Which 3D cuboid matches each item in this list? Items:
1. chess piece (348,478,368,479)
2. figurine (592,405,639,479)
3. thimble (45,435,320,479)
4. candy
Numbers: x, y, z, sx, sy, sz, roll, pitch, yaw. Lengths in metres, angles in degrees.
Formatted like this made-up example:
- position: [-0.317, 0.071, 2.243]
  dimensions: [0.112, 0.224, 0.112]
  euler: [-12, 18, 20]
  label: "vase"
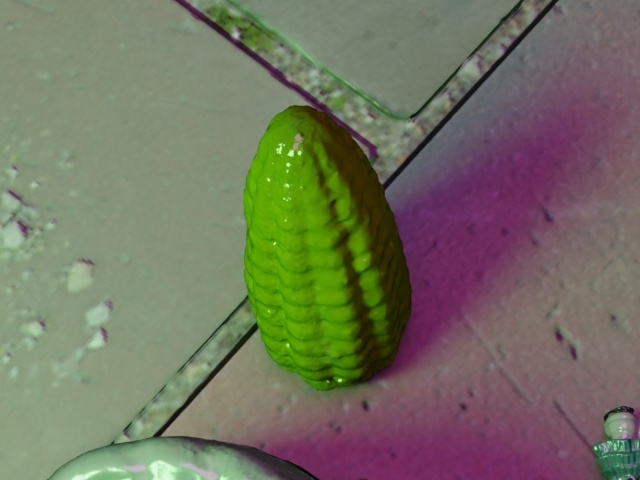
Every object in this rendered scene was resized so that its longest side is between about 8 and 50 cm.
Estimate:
- position: [-0.013, 0.164, 1.003]
  dimensions: [0.093, 0.042, 0.042]
  euler: [-13, 67, 4]
  label: "chess piece"
- position: [0.180, 0.148, 0.995]
  dimensions: [0.060, 0.047, 0.106]
  euler: [21, 57, -26]
  label: "figurine"
- position: [-0.079, 0.210, 0.913]
  dimensions: [0.237, 0.150, 0.237]
  euler: [-3, 77, 11]
  label: "thimble"
- position: [0.000, 0.000, 0.982]
  dimensions: [0.096, 0.209, 0.097]
  euler: [-4, 55, 5]
  label: "candy"
